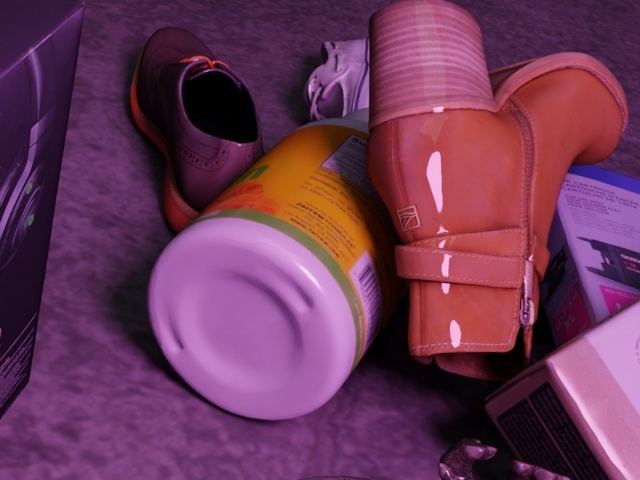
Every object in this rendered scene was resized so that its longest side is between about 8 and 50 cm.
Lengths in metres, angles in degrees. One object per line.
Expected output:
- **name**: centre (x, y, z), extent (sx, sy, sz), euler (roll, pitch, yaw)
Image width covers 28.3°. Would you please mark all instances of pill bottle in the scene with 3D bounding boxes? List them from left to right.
- **pill bottle**: centre (0.000, 0.000, 0.855), extent (0.136, 0.136, 0.245), euler (25, 35, 12)

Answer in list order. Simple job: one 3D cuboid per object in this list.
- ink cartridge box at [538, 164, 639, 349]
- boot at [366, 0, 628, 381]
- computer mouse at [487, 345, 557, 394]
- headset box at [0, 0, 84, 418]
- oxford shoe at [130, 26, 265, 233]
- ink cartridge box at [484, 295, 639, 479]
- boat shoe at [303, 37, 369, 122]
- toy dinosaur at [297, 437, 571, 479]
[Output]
- **ink cartridge box**: centre (0.252, 0.024, 0.962), extent (0.186, 0.065, 0.311), euler (17, 26, -10)
- **boot**: centre (0.131, -0.018, 0.833), extent (0.283, 0.109, 0.220), euler (16, 65, -56)
- **computer mouse**: centre (0.218, 0.115, 0.883), extent (0.242, 0.041, 0.071), euler (8, 30, -24)
- **headset box**: centre (-0.233, 0.015, 0.605), extent (0.131, 0.283, 0.246), euler (20, 35, 4)
- **oxford shoe**: centre (-0.089, -0.110, 1.006), extent (0.097, 0.098, 0.271), euler (1, 37, -22)
- **ink cartridge box**: centre (0.247, 0.111, 0.747), extent (0.235, 0.088, 0.193), euler (-28, 77, -27)
- **boat shoe**: centre (0.022, -0.118, 1.099), extent (0.076, 0.083, 0.226), euler (5, 23, 3)
- **toy dinosaur**: centre (0.104, 0.193, 0.630), extent (0.313, 0.160, 0.121), euler (15, -4, 22)
